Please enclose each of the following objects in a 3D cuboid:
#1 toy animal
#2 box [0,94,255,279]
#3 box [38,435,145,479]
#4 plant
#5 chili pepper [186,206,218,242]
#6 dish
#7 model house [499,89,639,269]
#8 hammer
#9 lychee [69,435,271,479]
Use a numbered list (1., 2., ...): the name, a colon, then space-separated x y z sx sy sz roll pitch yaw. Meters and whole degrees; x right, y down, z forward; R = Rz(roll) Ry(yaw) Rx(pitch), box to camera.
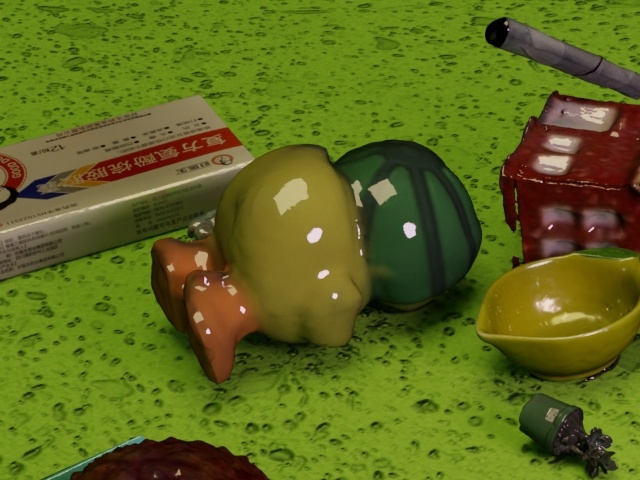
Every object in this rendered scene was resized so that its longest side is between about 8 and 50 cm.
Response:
1. toy animal: 0.001 -0.003 1.942 0.338 0.191 0.216 -17 30 -17
2. box: -0.267 -0.063 2.243 0.353 0.069 0.214 -18 31 -15
3. box: -0.244 0.229 1.621 0.162 0.041 0.229 -23 -4 -27
4. plant: 0.229 0.176 1.724 0.102 0.051 0.051 30 45 33
5. chili pepper: -0.095 -0.020 2.149 0.153 0.041 0.050 -23 75 -27
6. dish: 0.243 0.080 1.856 0.207 0.080 0.149 -19 32 -17
7. model house: 0.334 -0.039 1.971 0.254 0.160 0.196 9 33 23
8. hammer: 0.358 -0.160 2.044 0.427 0.044 0.152 19 -15 -29
9. lychee: -0.126 0.277 1.438 0.260 0.260 0.260 -6 29 3
